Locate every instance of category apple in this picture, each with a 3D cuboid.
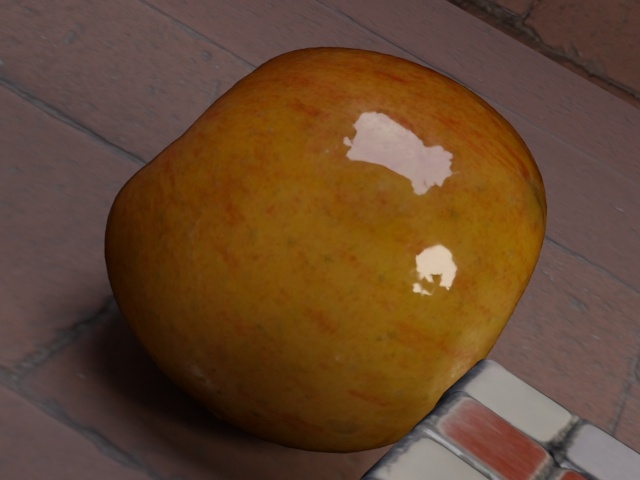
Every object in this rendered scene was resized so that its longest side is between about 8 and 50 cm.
[{"bbox_3d":[0.000,0.000,1.061,0.275,0.299,0.299,35,24,-2],"label":"apple"}]

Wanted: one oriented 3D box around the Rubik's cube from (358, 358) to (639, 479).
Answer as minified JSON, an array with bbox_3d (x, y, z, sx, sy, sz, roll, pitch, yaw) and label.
[{"bbox_3d":[0.087,0.251,0.705,0.259,0.256,0.253,36,26,16],"label":"Rubik's cube"}]
